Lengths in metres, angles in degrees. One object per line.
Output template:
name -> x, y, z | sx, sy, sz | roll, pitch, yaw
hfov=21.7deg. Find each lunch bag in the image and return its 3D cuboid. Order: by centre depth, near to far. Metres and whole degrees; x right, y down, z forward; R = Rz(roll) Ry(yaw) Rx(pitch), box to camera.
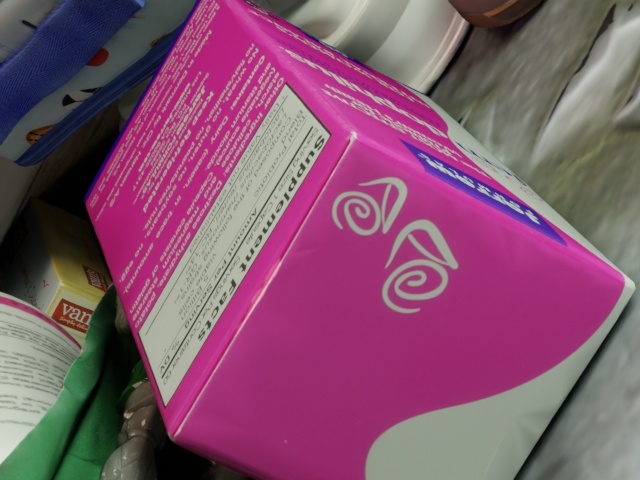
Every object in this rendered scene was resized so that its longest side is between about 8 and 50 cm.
lunch bag -> -0.105, -0.170, 0.828 | 0.303, 0.115, 0.243 | -30, 43, 51

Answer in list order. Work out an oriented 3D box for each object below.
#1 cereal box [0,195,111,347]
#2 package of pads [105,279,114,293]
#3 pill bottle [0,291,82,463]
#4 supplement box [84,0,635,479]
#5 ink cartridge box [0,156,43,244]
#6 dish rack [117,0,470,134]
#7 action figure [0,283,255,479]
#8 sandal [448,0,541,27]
cereal box -> -0.203, 0.105, 1.009 | 0.240, 0.047, 0.173 | -60, 22, 9
package of pads -> -0.079, 0.022, 0.849 | 0.050, 0.032, 0.083 | -61, 22, 1
pill bottle -> -0.148, 0.135, 0.710 | 0.160, 0.160, 0.283 | -61, 23, 7
supplement box -> 0.000, 0.000, 0.594 | 0.114, 0.111, 0.220 | -58, 24, 12
ink cartridge box -> -0.299, 0.002, 1.085 | 0.385, 0.160, 0.279 | -47, 19, 55
dish rack -> -0.006, -0.177, 0.856 | 0.333, 0.072, 0.286 | -12, 54, 61
action figure -> -0.052, 0.064, 0.656 | 0.063, 0.137, 0.232 | -49, 17, 17
sandal -> 0.098, -0.189, 0.648 | 0.219, 0.060, 0.090 | -59, 23, 13
